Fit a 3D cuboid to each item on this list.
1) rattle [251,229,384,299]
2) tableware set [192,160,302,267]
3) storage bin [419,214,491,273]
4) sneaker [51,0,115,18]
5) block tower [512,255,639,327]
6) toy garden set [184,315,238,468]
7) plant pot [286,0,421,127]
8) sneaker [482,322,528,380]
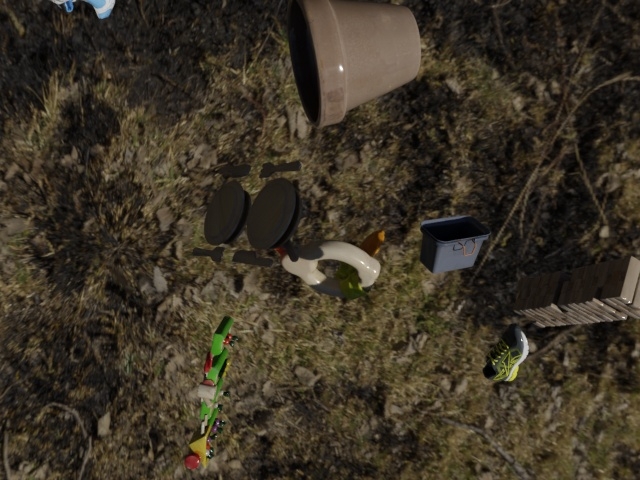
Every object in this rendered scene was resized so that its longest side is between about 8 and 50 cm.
[{"bbox_3d":[0.000,0.000,0.881,0.200,0.130,0.142,19,69,-1],"label":"rattle"},{"bbox_3d":[-0.081,-0.028,0.681,0.039,0.194,0.128,23,79,-37],"label":"tableware set"},{"bbox_3d":[0.271,0.015,1.139,0.135,0.098,0.091,-9,125,-23],"label":"storage bin"},{"bbox_3d":[-0.484,-0.458,0.981,0.237,0.085,0.086,16,113,-4],"label":"sneaker"},{"bbox_3d":[0.554,0.120,1.196,0.091,0.335,0.097,29,73,-10],"label":"block tower"},{"bbox_3d":[-0.200,0.296,1.074,0.049,0.204,0.244,11,101,-1],"label":"toy garden set"},{"bbox_3d":[0.072,-0.378,1.122,0.230,0.263,0.262,-12,93,-8],"label":"plant pot"},{"bbox_3d":[0.201,0.127,0.610,0.035,0.031,0.083,-8,124,-13],"label":"sneaker"}]
